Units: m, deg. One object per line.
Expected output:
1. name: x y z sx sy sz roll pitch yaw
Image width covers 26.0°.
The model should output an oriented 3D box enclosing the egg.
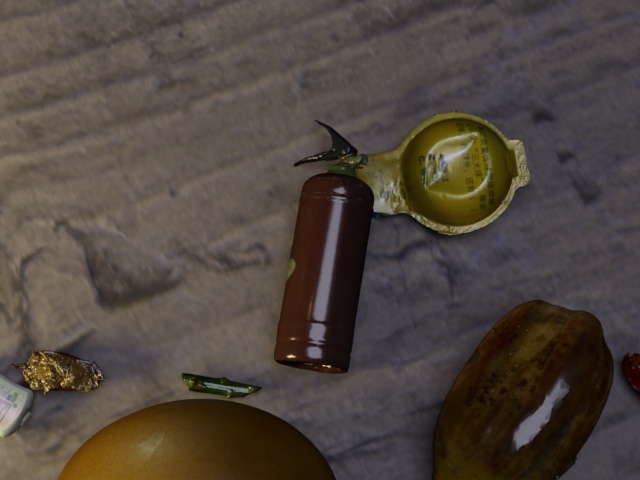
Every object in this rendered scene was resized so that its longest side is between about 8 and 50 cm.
1. egg: -0.146 0.330 1.656 0.351 0.282 0.282 2 75 4

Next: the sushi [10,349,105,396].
1. sushi: -0.338 0.169 1.786 0.118 0.060 0.061 -5 81 -7

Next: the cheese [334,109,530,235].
1. cheese: 0.151 -0.089 1.910 0.270 0.069 0.176 -10 77 2

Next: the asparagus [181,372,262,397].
1. asparagus: -0.130 0.192 1.824 0.108 0.025 0.021 9 117 -7

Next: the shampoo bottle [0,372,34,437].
1. shampoo bottle: -0.415 0.205 1.775 0.099 0.043 0.072 31 75 0

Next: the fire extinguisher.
1. fire extinguisher: 0.000 0.000 1.855 0.102 0.138 0.343 22 71 -47

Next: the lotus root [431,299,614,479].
1. lotus root: 0.260 0.225 1.802 0.193 0.193 0.291 37 72 3

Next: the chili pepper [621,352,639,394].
1. chili pepper: 0.569 0.270 1.859 0.387 0.110 0.110 40 74 9
